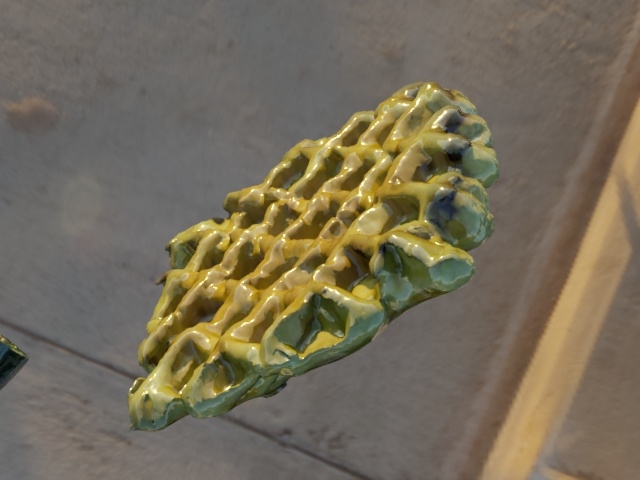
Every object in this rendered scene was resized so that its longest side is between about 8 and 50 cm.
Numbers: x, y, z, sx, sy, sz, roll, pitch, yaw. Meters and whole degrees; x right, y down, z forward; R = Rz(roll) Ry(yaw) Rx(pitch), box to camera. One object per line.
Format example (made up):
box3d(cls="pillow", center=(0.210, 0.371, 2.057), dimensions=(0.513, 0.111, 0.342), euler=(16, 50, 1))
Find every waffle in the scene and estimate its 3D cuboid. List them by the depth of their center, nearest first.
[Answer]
box3d(cls="waffle", center=(0.002, 0.002, 0.671), dimensions=(0.204, 0.223, 0.054), euler=(-33, 112, 17))

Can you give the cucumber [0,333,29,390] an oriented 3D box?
box3d(cls="cucumber", center=(-0.332, 0.127, 1.240), dimensions=(0.115, 0.116, 0.062), euler=(-47, 121, -2))
